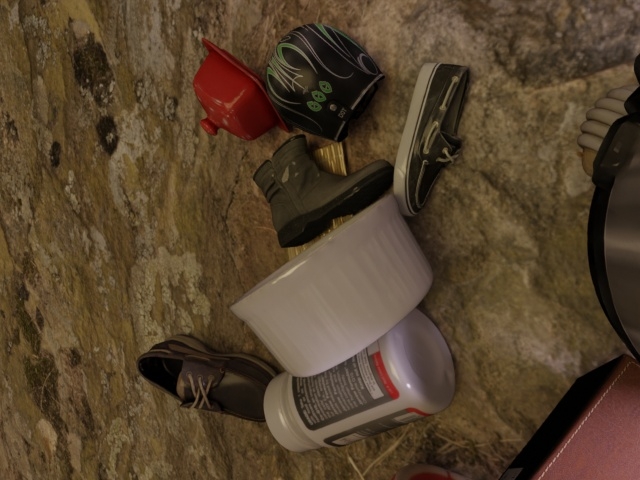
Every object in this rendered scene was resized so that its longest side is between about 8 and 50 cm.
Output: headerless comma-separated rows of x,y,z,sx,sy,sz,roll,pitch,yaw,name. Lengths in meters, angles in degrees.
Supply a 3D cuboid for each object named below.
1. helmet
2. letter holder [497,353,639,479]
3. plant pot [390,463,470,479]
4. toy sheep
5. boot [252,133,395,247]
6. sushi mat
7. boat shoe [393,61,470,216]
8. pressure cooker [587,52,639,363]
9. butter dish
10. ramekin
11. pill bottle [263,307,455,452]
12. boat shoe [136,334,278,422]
-0.003,-0.243,0.789,0.161,0.169,0.169,36,118,3,helmet
0.310,0.316,0.561,0.214,0.152,0.302,41,75,21,letter holder
0.151,0.482,0.742,0.274,0.275,0.243,27,101,29,plant pot
0.348,-0.131,0.601,0.091,0.091,0.132,38,103,24,toy sheep
-0.009,-0.105,0.836,0.246,0.083,0.161,-31,74,33,boot
0.000,0.000,0.903,0.151,0.019,0.317,-6,95,34,sushi mat
0.158,-0.137,0.736,0.070,0.077,0.220,18,106,33,boat shoe
0.418,-0.003,0.383,0.375,0.420,0.370,9,93,3,pressure cooker
-0.152,-0.226,0.875,0.118,0.160,0.160,-46,68,-3,butter dish
0.023,0.066,0.735,0.277,0.277,0.135,-34,93,34,ramekin
0.051,0.225,0.817,0.283,0.161,0.161,-34,78,34,pill bottle
-0.228,0.290,1.040,0.355,0.130,0.132,7,102,34,boat shoe
